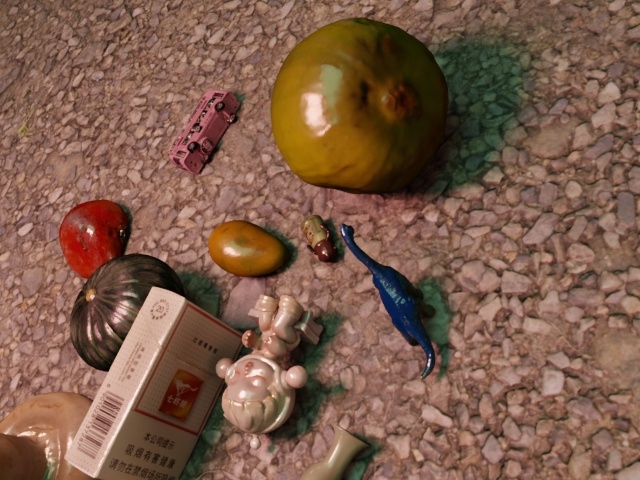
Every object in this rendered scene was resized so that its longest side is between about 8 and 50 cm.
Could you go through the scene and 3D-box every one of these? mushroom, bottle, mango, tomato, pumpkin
[{"bbox_3d":[-0.535,0.401,1.417,0.293,0.290,0.292,-14,60,25],"label":"mushroom"},{"bbox_3d":[0.000,-0.001,1.492,0.047,0.063,0.101,-18,55,-14],"label":"bottle"},{"bbox_3d":[-0.148,0.020,1.538,0.163,0.089,0.111,30,80,29],"label":"mango"},{"bbox_3d":[-0.530,-0.016,1.763,0.173,0.099,0.189,-5,64,25],"label":"tomato"},{"bbox_3d":[-0.366,0.147,1.524,0.250,0.216,0.250,-47,21,24],"label":"pumpkin"}]

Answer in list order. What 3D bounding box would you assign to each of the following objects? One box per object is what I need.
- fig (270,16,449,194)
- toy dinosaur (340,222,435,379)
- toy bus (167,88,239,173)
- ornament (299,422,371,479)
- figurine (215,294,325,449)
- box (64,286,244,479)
[{"bbox_3d":[0.053,-0.235,1.432,0.343,0.343,0.343,-13,59,23],"label":"fig"},{"bbox_3d":[0.116,0.099,1.287,0.075,0.188,0.247,-30,55,21],"label":"toy dinosaur"},{"bbox_3d":[-0.264,-0.249,1.766,0.090,0.063,0.203,18,72,38],"label":"toy bus"},{"bbox_3d":[0.011,0.381,1.265,0.156,0.075,0.081,-59,9,-11],"label":"ornament"},{"bbox_3d":[-0.101,0.232,1.377,0.182,0.144,0.256,17,70,14],"label":"figurine"},{"bbox_3d":[-0.286,0.274,1.398,0.095,0.210,0.330,14,72,34],"label":"box"}]
